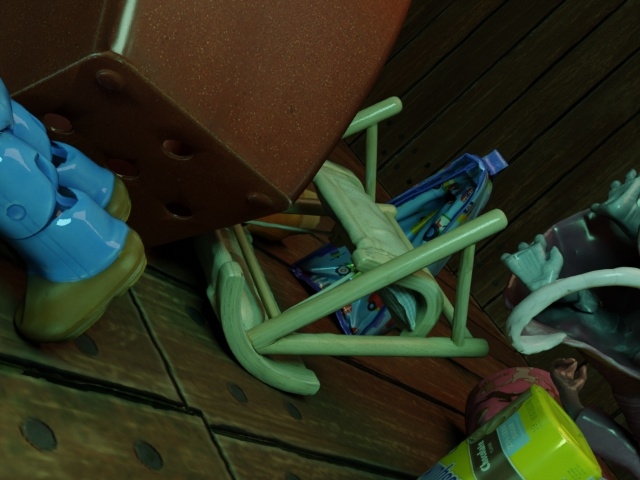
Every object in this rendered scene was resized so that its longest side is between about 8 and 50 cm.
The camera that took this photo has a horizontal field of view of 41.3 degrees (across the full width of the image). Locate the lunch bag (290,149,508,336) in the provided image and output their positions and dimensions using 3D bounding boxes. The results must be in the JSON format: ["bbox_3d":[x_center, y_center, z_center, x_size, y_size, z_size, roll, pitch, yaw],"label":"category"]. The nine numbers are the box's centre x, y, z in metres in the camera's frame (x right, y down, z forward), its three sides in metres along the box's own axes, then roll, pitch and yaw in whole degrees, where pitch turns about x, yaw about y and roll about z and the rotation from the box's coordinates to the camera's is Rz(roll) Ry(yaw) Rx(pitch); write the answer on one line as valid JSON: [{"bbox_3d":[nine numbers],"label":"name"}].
[{"bbox_3d":[0.135,-0.009,1.135,0.138,0.293,0.221,50,10,11],"label":"lunch bag"}]

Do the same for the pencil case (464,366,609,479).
[{"bbox_3d":[0.263,0.275,1.006,0.386,0.167,0.160,-49,129,-80],"label":"pencil case"}]

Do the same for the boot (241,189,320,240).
[{"bbox_3d":[-0.090,-0.142,1.076,0.211,0.104,0.295,12,59,-66],"label":"boot"}]

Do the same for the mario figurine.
[{"bbox_3d":[-0.241,-0.073,0.428,0.198,0.170,0.320,7,-35,44],"label":"mario figurine"}]

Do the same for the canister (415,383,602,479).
[{"bbox_3d":[0.135,0.202,0.687,0.073,0.170,0.126,48,10,0],"label":"canister"}]

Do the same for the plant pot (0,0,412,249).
[{"bbox_3d":[-0.117,-0.146,0.642,0.267,0.267,0.235,39,51,-40],"label":"plant pot"}]

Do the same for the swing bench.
[{"bbox_3d":[0.000,0.000,0.811,0.253,0.255,0.165,-118,-159,-51],"label":"swing bench"}]

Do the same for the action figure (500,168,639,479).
[{"bbox_3d":[0.336,0.128,0.785,0.370,0.248,0.276,62,17,-10],"label":"action figure"}]
